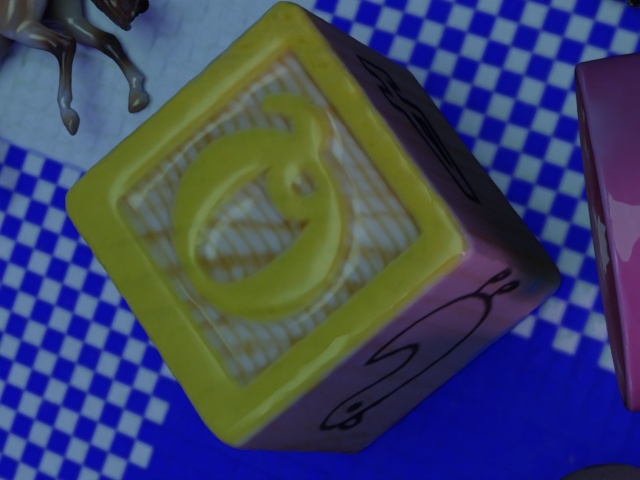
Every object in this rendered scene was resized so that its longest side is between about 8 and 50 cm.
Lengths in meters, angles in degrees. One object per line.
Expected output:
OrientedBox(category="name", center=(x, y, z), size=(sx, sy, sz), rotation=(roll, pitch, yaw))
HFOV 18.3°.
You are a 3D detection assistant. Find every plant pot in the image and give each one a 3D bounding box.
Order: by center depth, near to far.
OrientedBox(category="plant pot", center=(0.244, -0.014, 1.113), size=(0.180, 0.201, 0.201), rotation=(-8, 80, 6))

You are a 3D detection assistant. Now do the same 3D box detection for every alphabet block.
OrientedBox(category="alphabet block", center=(0.000, 0.000, 1.200), size=(0.192, 0.197, 0.193), rotation=(-42, 70, 13))

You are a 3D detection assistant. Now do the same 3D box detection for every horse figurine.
OrientedBox(category="horse figurine", center=(-0.229, -0.129, 1.384), size=(0.263, 0.066, 0.174), rotation=(-31, 79, 19))

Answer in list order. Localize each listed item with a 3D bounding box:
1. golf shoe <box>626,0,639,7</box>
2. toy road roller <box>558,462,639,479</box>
OrientedBox(category="golf shoe", center=(0.240, -0.184, 1.203), size=(0.186, 0.067, 0.086), rotation=(6, 54, 28))
OrientedBox(category="toy road roller", center=(0.140, 0.313, 1.109), size=(0.240, 0.202, 0.329), rotation=(39, 104, 10))
